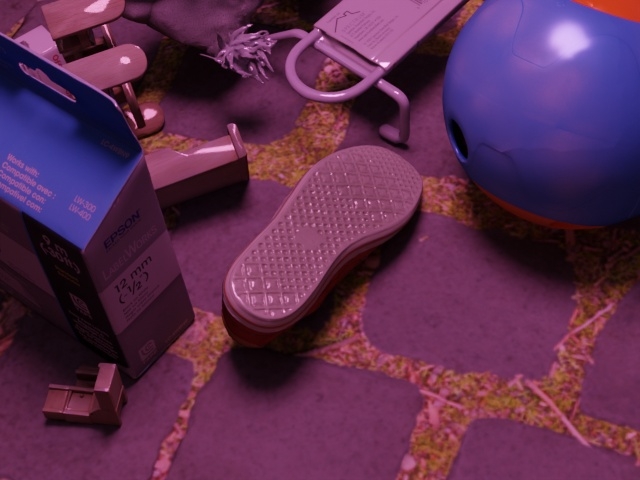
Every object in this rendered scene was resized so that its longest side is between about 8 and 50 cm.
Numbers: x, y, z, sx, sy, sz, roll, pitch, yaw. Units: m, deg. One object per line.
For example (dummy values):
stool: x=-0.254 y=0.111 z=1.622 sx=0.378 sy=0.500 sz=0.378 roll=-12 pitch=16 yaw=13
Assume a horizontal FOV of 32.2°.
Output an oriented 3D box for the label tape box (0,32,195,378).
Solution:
label tape box: x=-0.281 y=-0.039 z=1.143 sx=0.249 sy=0.347 sz=0.115 roll=30 pitch=62 yaw=26

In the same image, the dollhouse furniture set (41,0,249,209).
dollhouse furniture set: x=-0.202 y=-0.168 z=1.326 sx=0.161 sy=0.212 sz=0.242 roll=-20 pitch=80 yaw=-6

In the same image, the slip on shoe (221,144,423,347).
slip on shoe: x=0.000 y=0.000 z=1.235 sx=0.123 sy=0.101 sz=0.331 roll=39 pitch=52 yaw=6

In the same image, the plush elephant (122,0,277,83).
plush elephant: x=-0.138 y=-0.375 z=1.365 sx=0.330 sy=0.255 sz=0.272 roll=35 pitch=20 yaw=33

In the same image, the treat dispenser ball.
treat dispenser ball: x=0.277 y=-0.155 z=1.199 sx=0.288 sy=0.288 sz=0.288 roll=-3 pitch=53 yaw=5

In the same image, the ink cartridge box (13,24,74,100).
ink cartridge box: x=-0.391 y=-0.200 z=1.435 sx=0.135 sy=0.099 sz=0.056 roll=-34 pitch=55 yaw=-19

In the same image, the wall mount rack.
wall mount rack: x=0.058 y=-0.280 z=1.430 sx=0.304 sy=0.130 sz=0.350 roll=36 pitch=65 yaw=24

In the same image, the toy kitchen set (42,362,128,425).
toy kitchen set: x=-0.249 y=0.145 z=1.171 sx=0.083 sy=0.075 sz=0.068 roll=5 pitch=53 yaw=5
